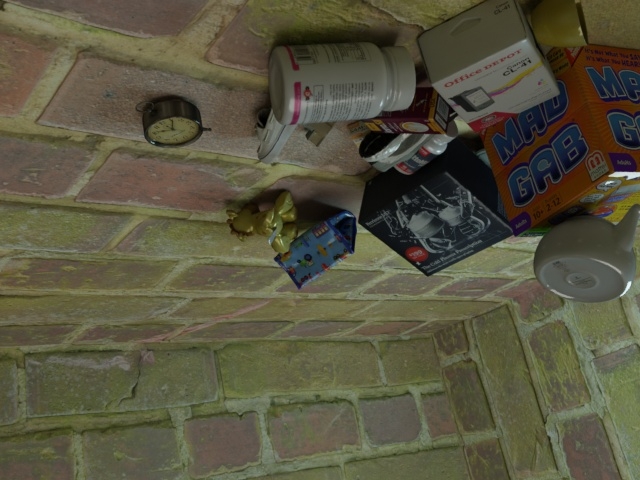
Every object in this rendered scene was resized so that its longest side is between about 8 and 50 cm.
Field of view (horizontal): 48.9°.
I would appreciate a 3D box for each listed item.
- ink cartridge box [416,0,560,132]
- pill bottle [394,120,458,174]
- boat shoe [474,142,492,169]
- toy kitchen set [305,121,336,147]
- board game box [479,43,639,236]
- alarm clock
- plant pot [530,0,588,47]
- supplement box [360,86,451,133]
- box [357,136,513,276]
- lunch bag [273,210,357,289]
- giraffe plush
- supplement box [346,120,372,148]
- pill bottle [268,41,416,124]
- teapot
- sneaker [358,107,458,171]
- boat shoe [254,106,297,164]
[{"bbox_3d":[0.382,-0.387,1.581,0.226,0.131,0.306,-23,159,25],"label":"ink cartridge box"},{"bbox_3d":[0.272,-0.262,1.869,0.108,0.108,0.180,4,153,-38],"label":"pill bottle"},{"bbox_3d":[0.555,-0.238,2.112,0.114,0.091,0.302,-12,155,38],"label":"boat shoe"},{"bbox_3d":[-0.012,-0.289,1.749,0.068,0.075,0.083,34,101,-15],"label":"toy kitchen set"},{"bbox_3d":[0.690,-0.244,1.811,0.357,0.356,0.356,-2,157,-26],"label":"board game box"},{"bbox_3d":[-0.338,-0.267,1.552,0.129,0.064,0.192,-20,161,20],"label":"alarm clock"},{"bbox_3d":[0.496,-0.460,1.473,0.095,0.134,0.134,-11,163,29],"label":"plant pot"},{"bbox_3d":[0.198,-0.304,1.653,0.188,0.080,0.104,6,170,29],"label":"supplement box"},{"bbox_3d":[0.342,-0.097,2.063,0.312,0.179,0.343,37,134,-24],"label":"box"},{"bbox_3d":[0.000,0.000,2.277,0.221,0.138,0.293,-35,-170,19],"label":"lunch bag"},{"bbox_3d":[-0.182,-0.050,2.095,0.170,0.181,0.210,5,-160,23],"label":"giraffe plush"},{"bbox_3d":[0.115,-0.276,1.838,0.062,0.036,0.098,-20,158,15],"label":"supplement box"},{"bbox_3d":[0.044,-0.331,1.476,0.283,0.160,0.160,-7,159,-15],"label":"pill bottle"},{"bbox_3d":[0.655,0.026,1.748,0.256,0.187,0.252,7,147,23],"label":"teapot"},{"bbox_3d":[0.231,-0.269,1.776,0.271,0.100,0.108,-30,137,17],"label":"sneaker"},{"bbox_3d":[-0.112,-0.270,1.651,0.088,0.096,0.267,24,155,-13],"label":"boat shoe"}]
